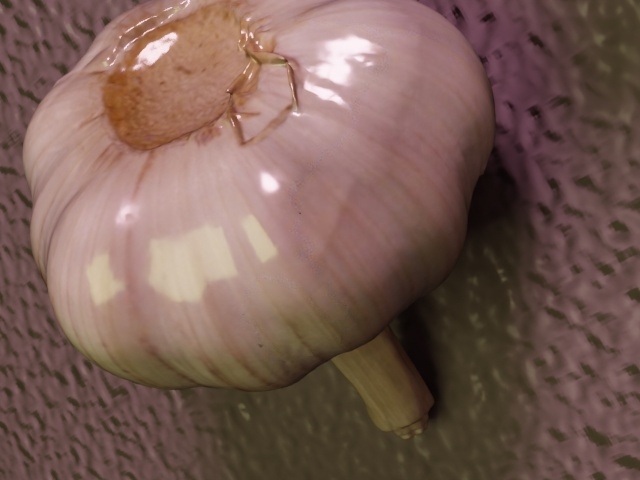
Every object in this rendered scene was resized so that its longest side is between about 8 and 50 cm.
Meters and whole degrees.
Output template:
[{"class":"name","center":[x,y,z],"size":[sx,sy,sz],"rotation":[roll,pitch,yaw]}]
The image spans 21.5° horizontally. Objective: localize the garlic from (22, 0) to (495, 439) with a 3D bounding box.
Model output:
[{"class":"garlic","center":[0.000,0.000,0.704],"size":[0.199,0.199,0.226],"rotation":[6,145,41]}]
